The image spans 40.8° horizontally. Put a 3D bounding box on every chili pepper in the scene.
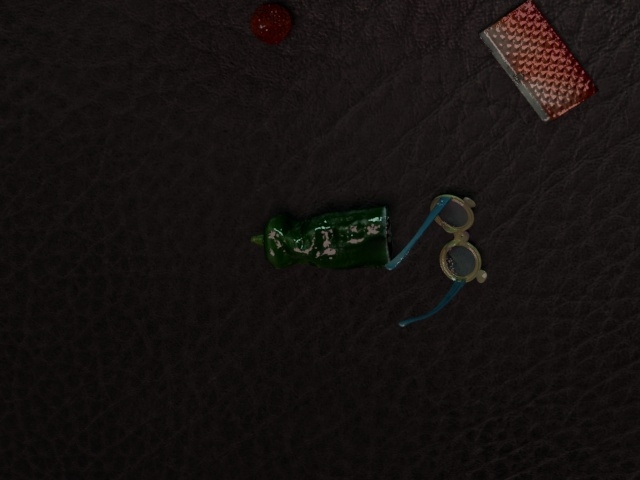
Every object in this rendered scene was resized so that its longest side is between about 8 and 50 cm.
[{"bbox_3d":[0.000,0.000,1.615,0.270,0.099,0.136,-3,144,9],"label":"chili pepper"}]

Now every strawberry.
[{"bbox_3d":[-0.088,-0.358,1.434,0.073,0.083,0.073,10,121,18],"label":"strawberry"}]

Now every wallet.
[{"bbox_3d":[0.355,-0.289,1.401,0.103,0.020,0.196,-33,108,28],"label":"wallet"}]

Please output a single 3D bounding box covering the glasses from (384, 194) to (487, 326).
[{"bbox_3d":[0.187,0.036,1.543,0.088,0.221,0.189,22,135,48],"label":"glasses"}]
